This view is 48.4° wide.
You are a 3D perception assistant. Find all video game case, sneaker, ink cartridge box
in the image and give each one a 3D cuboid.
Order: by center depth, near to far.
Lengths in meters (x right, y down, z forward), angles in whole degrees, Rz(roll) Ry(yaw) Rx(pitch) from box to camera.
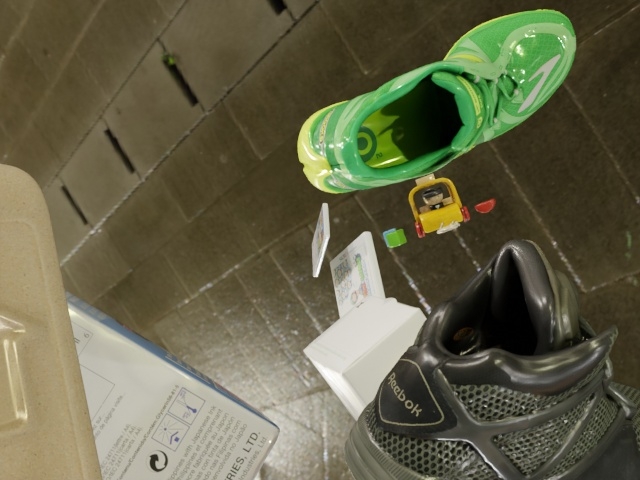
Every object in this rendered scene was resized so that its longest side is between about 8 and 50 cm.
[{"bbox_3d":[0.131,0.077,0.377,0.087,0.227,0.130,53,125,51],"label":"sneaker"},{"bbox_3d":[-0.272,0.166,0.592,0.395,0.270,0.151,34,165,-11],"label":"ink cartridge box"},{"bbox_3d":[0.125,-0.119,0.647,0.109,0.295,0.123,65,166,-19],"label":"sneaker"},{"bbox_3d":[0.068,0.084,1.334,0.143,0.019,0.157,-44,51,52],"label":"video game case"},{"bbox_3d":[0.000,0.000,1.389,0.011,0.087,0.122,6,137,-9],"label":"video game case"}]

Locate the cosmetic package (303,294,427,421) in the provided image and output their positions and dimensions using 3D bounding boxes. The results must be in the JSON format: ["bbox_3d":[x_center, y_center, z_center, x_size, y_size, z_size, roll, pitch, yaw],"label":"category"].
[{"bbox_3d":[0.157,0.275,1.104,0.366,0.155,0.197,53,167,-11],"label":"cosmetic package"}]

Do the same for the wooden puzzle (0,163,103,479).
[{"bbox_3d":[-0.258,0.134,0.313,0.080,0.322,0.348,-25,78,42],"label":"wooden puzzle"}]

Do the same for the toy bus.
[{"bbox_3d":[0.215,-0.072,1.348,0.202,0.191,0.104,-20,91,52],"label":"toy bus"}]
